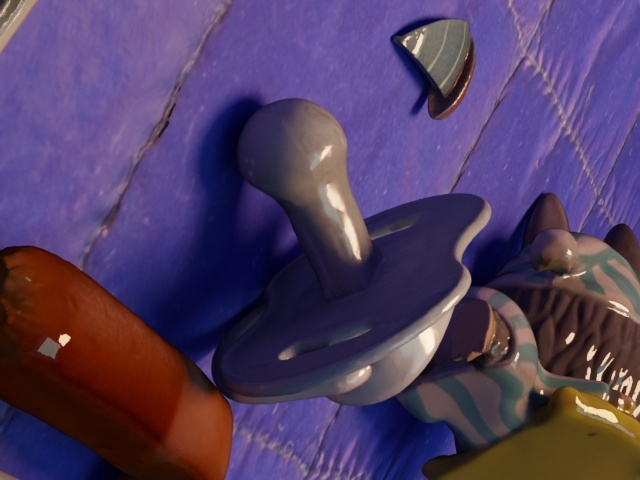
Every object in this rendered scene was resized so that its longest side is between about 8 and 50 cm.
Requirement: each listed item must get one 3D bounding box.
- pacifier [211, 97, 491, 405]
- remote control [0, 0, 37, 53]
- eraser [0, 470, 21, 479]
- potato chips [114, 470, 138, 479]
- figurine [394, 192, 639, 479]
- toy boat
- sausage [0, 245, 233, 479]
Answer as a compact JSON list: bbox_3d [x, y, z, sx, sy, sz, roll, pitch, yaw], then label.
[{"bbox_3d":[0.000,0.000,0.963,0.226,0.238,0.287,67,26,-15],"label":"pacifier"},{"bbox_3d":[-0.162,-0.171,0.620,0.277,0.055,0.103,-59,152,-13],"label":"remote control"},{"bbox_3d":[-0.248,0.208,0.726,0.189,0.104,0.290,-55,152,-11],"label":"eraser"},{"bbox_3d":[-0.135,0.223,1.001,0.150,0.049,0.201,-28,130,-57],"label":"potato chips"},{"bbox_3d":[0.223,0.085,1.451,0.361,0.266,0.377,44,36,-36],"label":"figurine"},{"bbox_3d":[0.106,-0.169,1.134,0.096,0.034,0.122,-67,152,-10],"label":"toy boat"},{"bbox_3d":[-0.138,0.093,0.835,0.300,0.083,0.089,53,25,-54],"label":"sausage"}]
